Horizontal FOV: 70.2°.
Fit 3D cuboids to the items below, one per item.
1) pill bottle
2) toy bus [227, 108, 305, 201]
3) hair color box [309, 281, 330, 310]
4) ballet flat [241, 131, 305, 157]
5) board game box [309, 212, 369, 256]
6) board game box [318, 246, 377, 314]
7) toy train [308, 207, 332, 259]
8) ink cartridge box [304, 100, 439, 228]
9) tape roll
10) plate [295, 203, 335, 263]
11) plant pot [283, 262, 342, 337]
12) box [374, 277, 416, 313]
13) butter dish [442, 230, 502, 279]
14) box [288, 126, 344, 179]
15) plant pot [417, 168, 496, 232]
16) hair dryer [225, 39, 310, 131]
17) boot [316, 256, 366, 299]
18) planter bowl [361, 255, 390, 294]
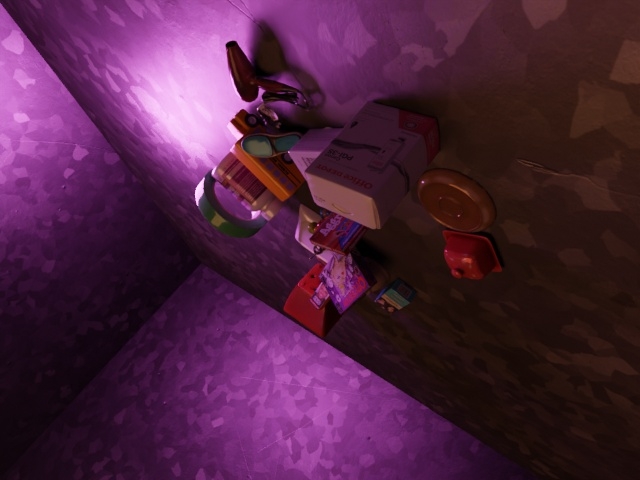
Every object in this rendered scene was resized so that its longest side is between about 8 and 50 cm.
[{"bbox_3d":[-0.281,-0.225,1.868,0.301,0.169,0.169,43,158,-9],"label":"pill bottle"},{"bbox_3d":[-0.205,-0.305,1.639,0.333,0.130,0.108,44,158,-13],"label":"toy bus"},{"bbox_3d":[0.013,0.253,2.124,0.072,0.043,0.141,45,117,24],"label":"hair color box"},{"bbox_3d":[-0.145,-0.324,1.517,0.249,0.086,0.086,5,144,27],"label":"ballet flat"},{"bbox_3d":[0.103,-0.079,1.381,0.145,0.281,0.027,18,150,43],"label":"board game box"},{"bbox_3d":[0.104,0.160,1.907,0.208,0.056,0.346,56,150,15],"label":"board game box"},{"bbox_3d":[0.000,-0.035,1.690,0.143,0.248,0.105,14,148,56],"label":"toy train"},{"bbox_3d":[0.129,-0.191,1.115,0.207,0.283,0.117,26,155,31],"label":"ink cartridge box"},{"bbox_3d":[-0.366,-0.164,1.933,0.321,0.321,0.077,43,127,-9],"label":"tape roll"},{"bbox_3d":[0.000,0.000,1.982,0.278,0.045,0.277,35,150,12],"label":"plate"},{"bbox_3d":[-0.001,0.278,2.325,0.267,0.267,0.235,32,144,18],"label":"plant pot"},{"bbox_3d":[0.321,0.244,1.969,0.101,0.060,0.244,38,158,5],"label":"box"},{"bbox_3d":[0.431,0.062,1.353,0.160,0.118,0.160,13,146,47],"label":"butter dish"},{"bbox_3d":[0.032,-0.240,1.400,0.181,0.119,0.181,14,148,47],"label":"box"},{"bbox_3d":[0.366,-0.100,1.259,0.236,0.032,0.236,33,158,15],"label":"plant pot"},{"bbox_3d":[-0.171,-0.475,1.365,0.294,0.080,0.224,40,147,-22],"label":"hair dryer"},{"bbox_3d":[0.088,0.166,2.121,0.305,0.115,0.112,39,161,4],"label":"boot"},{"bbox_3d":[0.198,0.160,1.935,0.162,0.109,0.162,33,158,15],"label":"planter bowl"}]
